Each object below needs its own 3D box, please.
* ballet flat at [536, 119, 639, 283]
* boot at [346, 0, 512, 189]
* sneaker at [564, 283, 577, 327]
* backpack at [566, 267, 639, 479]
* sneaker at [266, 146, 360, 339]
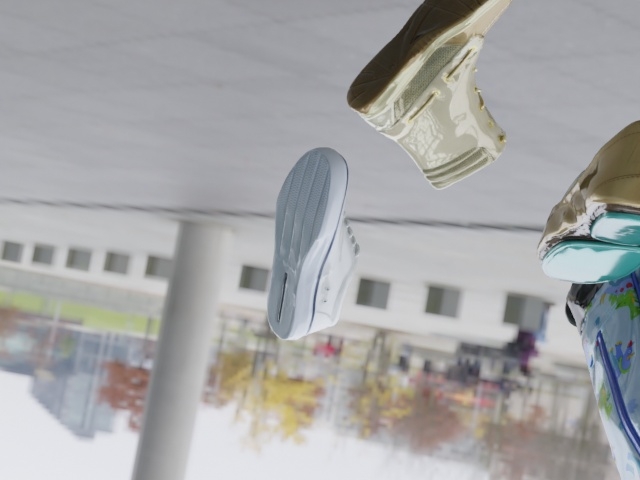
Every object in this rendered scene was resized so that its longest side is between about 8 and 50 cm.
[{"bbox_3d":[0.201,-0.023,0.903,0.080,0.073,0.232,9,168,-2],"label":"ballet flat"},{"bbox_3d":[0.186,-0.205,1.686,0.203,0.262,0.095,42,-176,-34],"label":"boot"},{"bbox_3d":[0.440,0.045,1.983,0.087,0.228,0.130,8,162,35],"label":"sneaker"},{"bbox_3d":[0.382,0.155,1.155,0.290,0.356,0.273,19,136,-7],"label":"backpack"},{"bbox_3d":[0.000,0.000,1.583,0.091,0.258,0.094,-12,-139,-35],"label":"sneaker"}]
